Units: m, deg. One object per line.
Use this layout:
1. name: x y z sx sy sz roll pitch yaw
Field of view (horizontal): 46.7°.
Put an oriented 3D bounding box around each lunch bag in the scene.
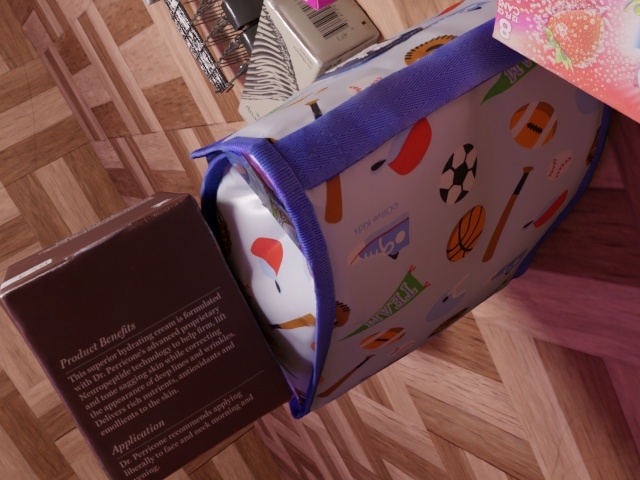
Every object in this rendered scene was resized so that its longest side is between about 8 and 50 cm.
1. lunch bag: 0.066 -0.046 0.676 0.239 0.327 0.385 52 161 16

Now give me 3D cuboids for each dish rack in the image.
1. dish rack: -0.152 -0.332 1.104 0.208 0.074 0.271 61 161 -8

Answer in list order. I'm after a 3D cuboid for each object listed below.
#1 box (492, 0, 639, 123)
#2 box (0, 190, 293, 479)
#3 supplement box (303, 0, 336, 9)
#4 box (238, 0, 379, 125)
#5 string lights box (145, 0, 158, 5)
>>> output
1. box: 0.252 -0.132 0.389 0.300 0.142 0.154 43 157 31
2. box: -0.158 0.082 0.669 0.203 0.168 0.167 65 163 -13
3. supplement box: -0.031 -0.344 0.752 0.220 0.111 0.114 43 155 30
4. box: -0.026 -0.213 0.959 0.113 0.094 0.275 52 159 8
5. string lights box: -0.263 -0.490 1.104 0.133 0.076 0.260 54 159 9
